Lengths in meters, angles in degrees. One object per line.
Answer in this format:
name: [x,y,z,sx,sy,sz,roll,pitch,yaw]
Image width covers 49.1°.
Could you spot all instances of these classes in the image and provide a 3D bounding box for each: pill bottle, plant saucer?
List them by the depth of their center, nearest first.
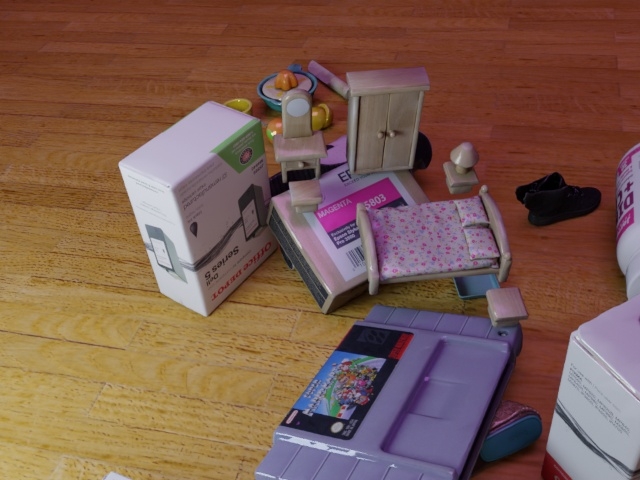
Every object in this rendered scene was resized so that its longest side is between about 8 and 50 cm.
pill bottle: [0.528,-0.019,1.049,0.161,0.160,0.283,7,43,16]
plant saucer: [0.239,0.026,1.152,0.067,0.018,0.192,-8,41,0]

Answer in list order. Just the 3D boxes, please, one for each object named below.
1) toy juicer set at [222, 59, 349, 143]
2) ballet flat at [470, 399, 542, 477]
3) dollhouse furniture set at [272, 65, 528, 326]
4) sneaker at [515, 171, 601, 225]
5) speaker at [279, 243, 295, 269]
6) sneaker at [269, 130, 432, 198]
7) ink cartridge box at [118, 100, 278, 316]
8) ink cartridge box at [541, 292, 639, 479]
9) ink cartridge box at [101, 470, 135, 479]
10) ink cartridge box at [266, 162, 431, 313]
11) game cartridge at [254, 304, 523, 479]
toy juicer set: [-0.043,-0.323,1.533,0.209,0.089,0.329,24,50,31]
ballet flat: [0.178,0.258,0.879,0.206,0.073,0.067,-17,16,-14]
dollhouse furniture set: [0.100,-0.058,0.963,0.304,0.173,0.355,-6,51,-5]
sneaker: [0.407,-0.078,1.188,0.170,0.089,0.051,-19,43,-12]
speaker: [0.000,0.000,1.190,0.136,0.055,0.055,-23,44,-16]
sneaker: [0.030,-0.124,1.297,0.331,0.122,0.146,-20,25,-12]
ink cartridge box: [-0.179,-0.048,1.110,0.115,0.272,0.198,24,51,28]
ink cartridge box: [0.366,0.182,0.765,0.197,0.272,0.114,-23,44,-16]
ink cartridge box: [-0.225,0.345,0.842,0.123,0.052,0.088,14,46,21]
ink cartridge box: [0.060,-0.023,1.128,0.235,0.088,0.193,-27,73,-19]
game cartridge: [0.097,0.200,0.877,0.230,0.068,0.355,8,32,26]
